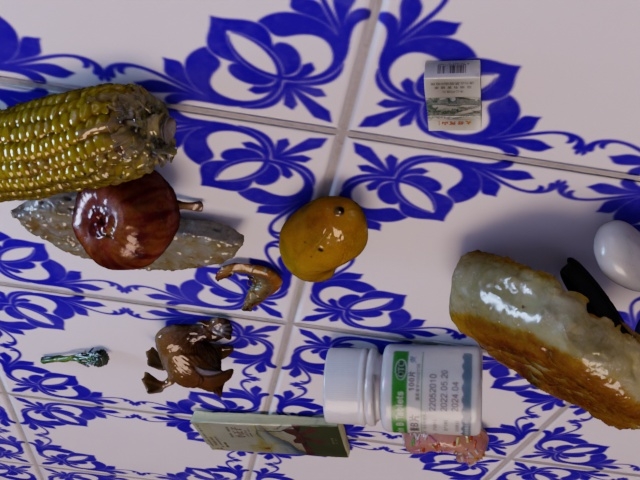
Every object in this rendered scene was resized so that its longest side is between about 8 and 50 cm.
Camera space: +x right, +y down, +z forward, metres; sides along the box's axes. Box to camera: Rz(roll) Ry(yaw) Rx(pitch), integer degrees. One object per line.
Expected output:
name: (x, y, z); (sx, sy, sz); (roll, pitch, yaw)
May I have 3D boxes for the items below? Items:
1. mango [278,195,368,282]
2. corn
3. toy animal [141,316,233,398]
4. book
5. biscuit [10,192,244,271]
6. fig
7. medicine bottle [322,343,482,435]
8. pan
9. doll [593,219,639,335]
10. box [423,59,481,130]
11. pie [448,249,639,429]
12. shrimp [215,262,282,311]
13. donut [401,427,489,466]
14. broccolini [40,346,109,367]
mango: (0.000, 0.000, 1.152); (0.098, 0.075, 0.190); (18, 155, -9)
corn: (-0.292, -0.096, 1.003); (0.318, 0.115, 0.115); (-9, 147, 23)
toy animal: (-0.183, 0.186, 1.508); (0.179, 0.089, 0.188); (-27, 133, 22)
book: (-0.092, 0.381, 1.880); (0.289, 0.026, 0.201); (0, 151, 9)
biscuit: (-0.244, -0.002, 1.225); (0.290, 0.038, 0.141); (10, 151, -4)
fig: (-0.209, -0.038, 1.095); (0.128, 0.150, 0.128); (35, 154, 20)
medicine bottle: (0.127, 0.224, 1.456); (0.237, 0.139, 0.139); (1, 150, 7)
pan: (0.354, 0.094, 1.225); (0.028, 0.136, 0.235); (-35, 157, 7)
doll: (0.519, 0.108, 1.132); (0.376, 0.187, 0.365); (18, 148, 27)
box: (0.129, -0.139, 0.932); (0.054, 0.024, 0.083); (-1, 150, 10)
pie: (0.283, 0.132, 1.167); (0.315, 0.092, 0.315); (36, 170, 7)
shrimp: (-0.105, 0.065, 1.330); (0.091, 0.025, 0.127); (13, 145, -12)
donut: (0.235, 0.361, 1.751); (0.166, 0.065, 0.117); (7, 151, -6)
broccolini: (-0.417, 0.204, 1.621); (0.140, 0.035, 0.030); (-8, 144, 25)
